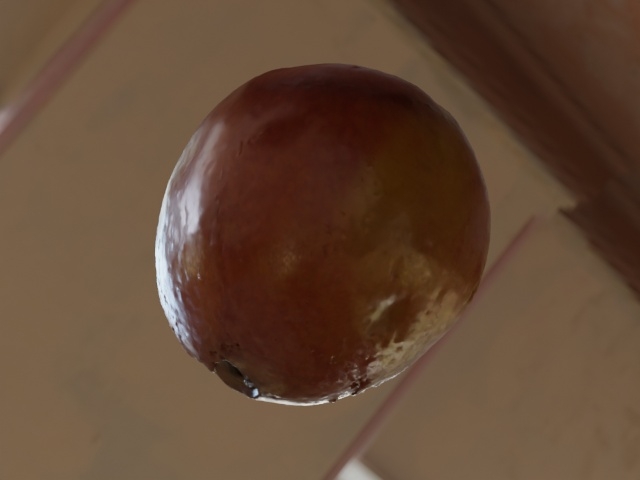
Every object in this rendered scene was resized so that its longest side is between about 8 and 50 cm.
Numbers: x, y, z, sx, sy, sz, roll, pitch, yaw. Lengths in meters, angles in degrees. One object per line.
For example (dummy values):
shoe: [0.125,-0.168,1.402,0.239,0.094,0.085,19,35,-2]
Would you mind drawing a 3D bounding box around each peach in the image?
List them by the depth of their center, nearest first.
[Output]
peach: [0.000,0.000,1.486,0.281,0.281,0.238,35,180,18]
